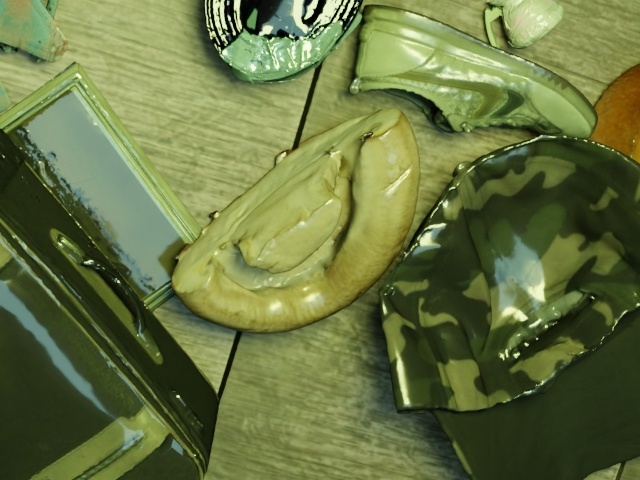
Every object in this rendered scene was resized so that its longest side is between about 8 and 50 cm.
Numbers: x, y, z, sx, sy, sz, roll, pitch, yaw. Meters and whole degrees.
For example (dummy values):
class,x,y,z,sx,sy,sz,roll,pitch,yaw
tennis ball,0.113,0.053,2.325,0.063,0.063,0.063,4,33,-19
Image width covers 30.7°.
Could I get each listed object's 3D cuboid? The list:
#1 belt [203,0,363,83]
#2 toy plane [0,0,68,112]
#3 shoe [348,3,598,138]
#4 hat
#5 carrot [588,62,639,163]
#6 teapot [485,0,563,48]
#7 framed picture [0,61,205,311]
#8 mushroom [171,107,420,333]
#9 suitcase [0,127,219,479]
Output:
class,x,y,z,sx,sy,sz,roll,pitch,yaw
belt,-0.031,-0.243,1.127,0.151,0.078,0.198,29,95,-3
toy plane,-0.317,-0.271,1.036,0.223,0.104,0.326,14,113,-16
shoe,0.156,-0.152,1.193,0.275,0.103,0.098,21,97,-11
hat,0.235,0.104,1.259,0.366,0.257,0.381,-25,144,-5
carrot,0.431,-0.065,1.277,0.258,0.100,0.307,-41,109,0
teapot,0.204,-0.235,1.210,0.083,0.064,0.064,-34,101,28
framed picture,-0.246,-0.020,1.165,0.197,0.014,0.252,-37,107,-4
mushroom,0.000,0.000,1.161,0.286,0.156,0.151,-38,115,8
suitcase,-0.296,0.110,1.071,0.283,0.194,0.434,-32,110,14
